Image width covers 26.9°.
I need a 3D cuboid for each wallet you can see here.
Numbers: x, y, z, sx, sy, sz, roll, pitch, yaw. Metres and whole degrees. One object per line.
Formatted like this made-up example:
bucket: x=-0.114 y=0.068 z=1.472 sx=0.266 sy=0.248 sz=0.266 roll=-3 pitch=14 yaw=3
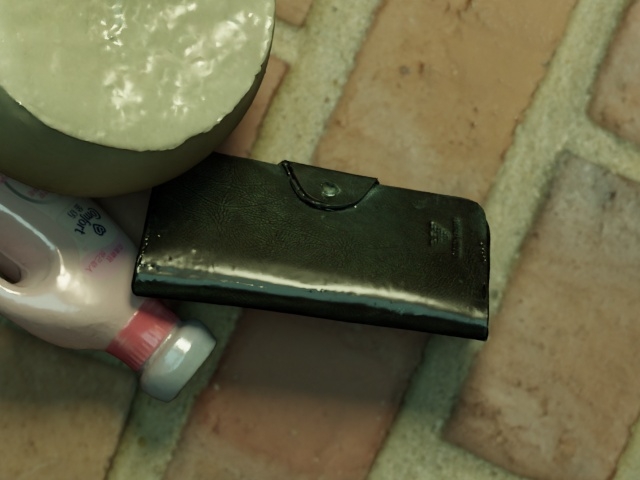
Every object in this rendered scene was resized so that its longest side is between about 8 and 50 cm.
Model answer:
wallet: x=0.000 y=0.000 z=1.212 sx=0.318 sy=0.045 sz=0.172 roll=9 pitch=49 yaw=-3

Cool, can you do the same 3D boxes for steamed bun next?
steamed bun: x=-0.198 y=-0.197 z=1.160 sx=0.324 sy=0.206 sz=0.324 roll=1 pitch=88 yaw=-28

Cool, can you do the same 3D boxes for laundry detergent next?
laundry detergent: x=-0.243 y=0.016 z=1.198 sx=0.335 sy=0.088 sz=0.159 roll=40 pitch=48 yaw=-2
